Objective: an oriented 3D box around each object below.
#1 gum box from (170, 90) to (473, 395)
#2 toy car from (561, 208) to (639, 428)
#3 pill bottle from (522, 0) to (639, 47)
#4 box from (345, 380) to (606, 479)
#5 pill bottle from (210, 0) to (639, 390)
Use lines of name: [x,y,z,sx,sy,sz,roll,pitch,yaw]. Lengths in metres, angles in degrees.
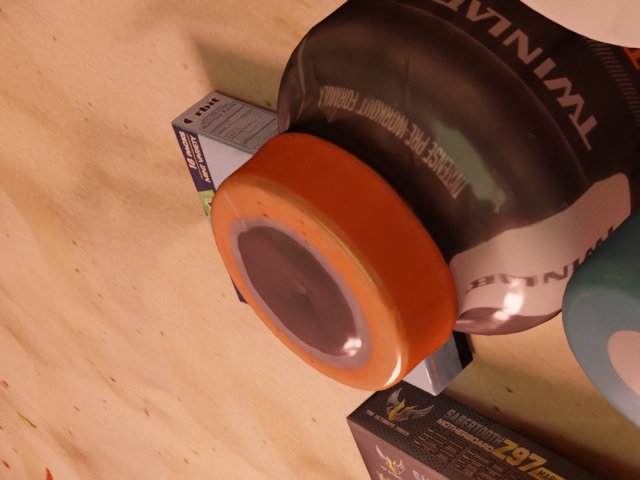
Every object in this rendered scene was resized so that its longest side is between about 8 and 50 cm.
gum box: [0.000,0.000,0.948,0.184,0.041,0.157,24,144,41]
toy car: [0.239,0.016,0.421,0.238,0.219,0.210,47,153,1]
pill bottle: [0.128,-0.147,0.360,0.131,0.229,0.131,36,151,25]
box: [0.131,0.204,0.980,0.233,0.059,0.183,23,144,48]
pill bottle: [0.075,-0.054,0.542,0.130,0.246,0.130,35,150,24]
